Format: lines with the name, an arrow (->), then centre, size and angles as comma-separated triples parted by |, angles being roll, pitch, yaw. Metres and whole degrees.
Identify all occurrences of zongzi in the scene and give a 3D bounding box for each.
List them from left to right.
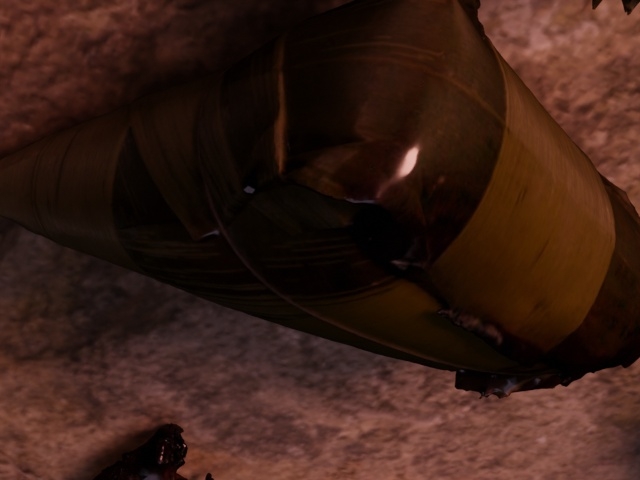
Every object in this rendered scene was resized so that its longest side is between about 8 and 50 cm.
zongzi -> 0.000, 0.000, 0.722 | 0.318, 0.154, 0.289 | -8, 146, 35

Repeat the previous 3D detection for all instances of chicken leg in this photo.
chicken leg -> -0.135, 0.215, 0.920 | 0.105, 0.063, 0.234 | 20, 129, -17

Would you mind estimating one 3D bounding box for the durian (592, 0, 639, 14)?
durian -> 0.115, -0.184, 0.541 | 0.237, 0.137, 0.193 | -11, 132, 4
